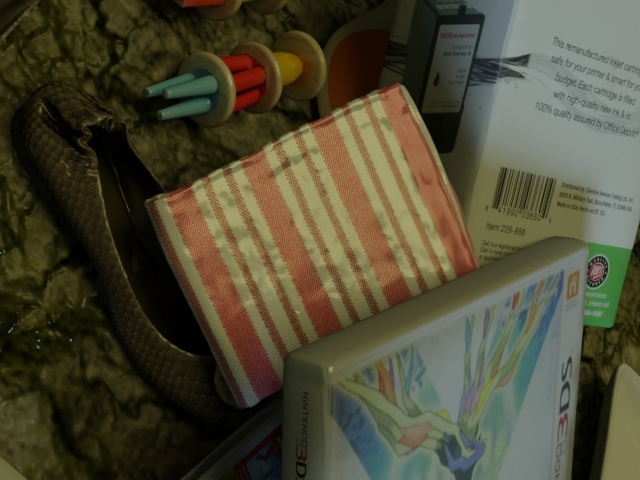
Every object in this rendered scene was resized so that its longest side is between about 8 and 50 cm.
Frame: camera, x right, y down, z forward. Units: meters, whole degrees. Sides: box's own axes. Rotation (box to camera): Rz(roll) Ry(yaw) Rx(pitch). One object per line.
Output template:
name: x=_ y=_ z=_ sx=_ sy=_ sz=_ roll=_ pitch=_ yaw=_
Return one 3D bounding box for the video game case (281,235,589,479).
video game case: x=0.081 y=0.173 z=0.867 sx=0.329 sy=0.036 sz=0.300 roll=-19 pitch=115 yaw=-53

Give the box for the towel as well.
towel: x=0.000 y=0.000 z=0.859 sx=0.197 sy=0.029 sz=0.144 roll=-27 pitch=100 yaw=-22

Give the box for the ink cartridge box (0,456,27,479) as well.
ink cartridge box: x=-0.192 y=0.279 z=0.492 sx=0.279 sy=0.160 sz=0.384 roll=40 pitch=43 yaw=5

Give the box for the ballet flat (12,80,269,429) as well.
ballet flat: x=-0.101 y=0.009 z=0.843 sx=0.084 sy=0.058 sz=0.250 roll=-41 pitch=104 yaw=-46

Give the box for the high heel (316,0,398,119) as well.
high heel: x=0.065 y=-0.152 z=1.095 sx=0.117 sy=0.082 sz=0.244 roll=64 pitch=37 yaw=-53

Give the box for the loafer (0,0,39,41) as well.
loafer: x=-0.192 y=-0.185 z=0.807 sx=0.094 sy=0.087 sz=0.251 roll=44 pitch=46 yaw=-24

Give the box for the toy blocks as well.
toy blocks: x=-0.073 y=-0.142 z=0.941 sx=0.148 sy=0.054 sz=0.123 roll=-22 pitch=90 yaw=-48

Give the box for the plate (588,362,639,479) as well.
plate: x=0.296 y=0.290 z=1.150 sx=0.278 sy=0.045 sz=0.277 roll=43 pitch=46 yaw=-25

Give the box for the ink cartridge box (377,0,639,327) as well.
ink cartridge box: x=0.151 y=-0.092 z=1.015 sx=0.211 sy=0.121 sz=0.289 roll=9 pitch=96 yaw=-44

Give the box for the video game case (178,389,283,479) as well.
video game case: x=-0.032 y=0.224 z=0.827 sx=0.285 sy=0.025 sz=0.204 roll=-37 pitch=110 yaw=-47
